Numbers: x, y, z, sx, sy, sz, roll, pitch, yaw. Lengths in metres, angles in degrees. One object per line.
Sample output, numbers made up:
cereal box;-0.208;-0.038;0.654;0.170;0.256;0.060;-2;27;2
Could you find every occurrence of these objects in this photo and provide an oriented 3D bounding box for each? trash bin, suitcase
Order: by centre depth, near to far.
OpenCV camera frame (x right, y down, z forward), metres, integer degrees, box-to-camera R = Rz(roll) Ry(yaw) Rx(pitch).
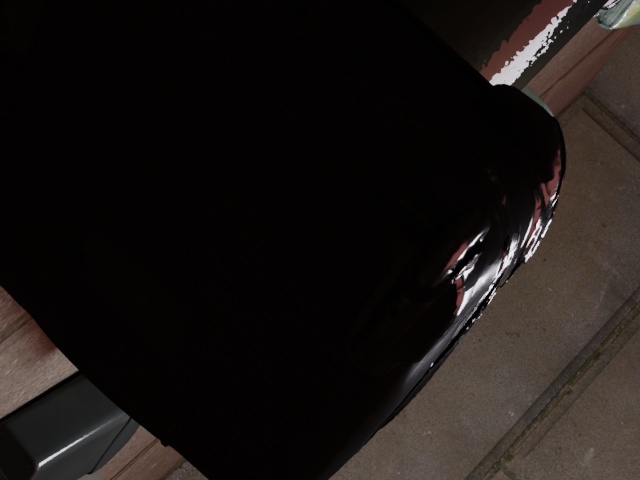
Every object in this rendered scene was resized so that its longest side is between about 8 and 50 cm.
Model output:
suitcase;-0.063;-0.025;0.697;0.188;0.345;0.339;-40;168;-49
trash bin;0.163;-0.246;1.184;0.301;0.203;0.252;-47;131;14
trash bin;-0.350;0.269;1.501;0.176;0.101;0.236;-50;168;35

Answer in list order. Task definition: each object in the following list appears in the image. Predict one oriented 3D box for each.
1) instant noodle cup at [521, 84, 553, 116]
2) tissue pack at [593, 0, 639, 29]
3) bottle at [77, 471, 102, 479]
instant noodle cup;0.151;-0.111;1.626;0.308;0.294;0.294;-26;160;-45
tissue pack;0.596;-0.534;1.999;0.287;0.162;0.388;-53;169;25
bottle;-0.441;0.425;1.728;0.110;0.110;0.233;-49;171;22
